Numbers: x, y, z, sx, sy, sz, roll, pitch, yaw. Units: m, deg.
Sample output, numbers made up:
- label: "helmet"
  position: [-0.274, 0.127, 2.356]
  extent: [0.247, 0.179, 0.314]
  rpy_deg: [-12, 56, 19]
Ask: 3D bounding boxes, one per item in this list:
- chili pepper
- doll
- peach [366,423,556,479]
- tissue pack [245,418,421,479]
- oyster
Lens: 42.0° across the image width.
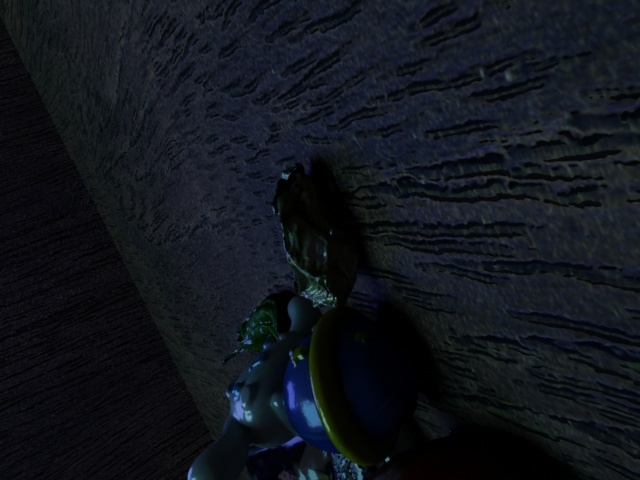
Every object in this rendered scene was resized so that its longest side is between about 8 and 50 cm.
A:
- label: "chili pepper"
  position: [-0.078, 0.145, 1.292]
  extent: [0.065, 0.122, 0.279]
  rpy_deg: [25, 165, -16]
- label: "doll"
  position: [0.008, 0.161, 0.969]
  extent: [0.159, 0.242, 0.311]
  rpy_deg: [43, -152, -17]
- label: "peach"
  position: [0.137, 0.330, 0.797]
  extent: [0.258, 0.201, 0.361]
  rpy_deg: [63, 161, 2]
- label: "tissue pack"
  position: [0.035, 0.340, 1.130]
  extent: [0.332, 0.123, 0.245]
  rpy_deg: [-37, 76, 54]
- label: "oyster"
  position: [0.000, 0.000, 0.937]
  extent: [0.191, 0.081, 0.163]
  rpy_deg: [72, -170, -73]
